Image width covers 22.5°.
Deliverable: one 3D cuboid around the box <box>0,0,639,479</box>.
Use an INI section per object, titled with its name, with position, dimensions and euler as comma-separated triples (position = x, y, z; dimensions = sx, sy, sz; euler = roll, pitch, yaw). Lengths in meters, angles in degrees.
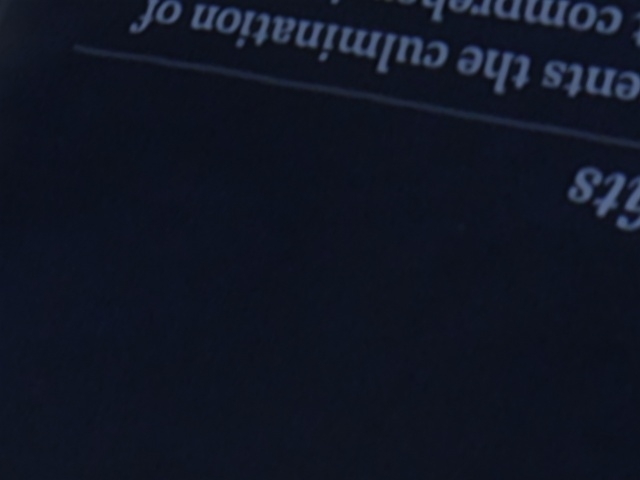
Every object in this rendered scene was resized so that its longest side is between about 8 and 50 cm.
[box]
position = 0.121, -0.001, 0.551
dimensions = 0.297, 0.480, 0.472
euler = 13, 73, 21
